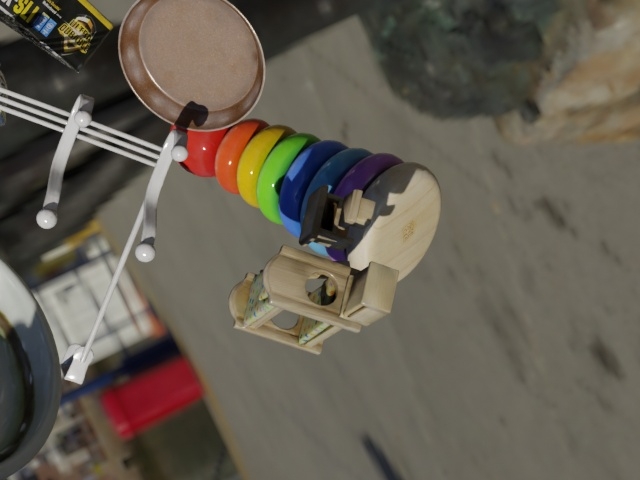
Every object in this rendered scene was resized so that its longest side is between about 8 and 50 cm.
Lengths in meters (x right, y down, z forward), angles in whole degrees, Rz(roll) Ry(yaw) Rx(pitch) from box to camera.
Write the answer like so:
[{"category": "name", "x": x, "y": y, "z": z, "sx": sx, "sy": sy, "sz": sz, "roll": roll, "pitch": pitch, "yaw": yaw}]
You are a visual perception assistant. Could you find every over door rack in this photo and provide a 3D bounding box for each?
[{"category": "over door rack", "x": -0.305, "y": -0.004, "z": 1.815, "sx": 0.324, "sy": 0.240, "sz": 0.108, "roll": -63, "pitch": 18, "yaw": 20}]

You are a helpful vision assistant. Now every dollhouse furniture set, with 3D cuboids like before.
[{"category": "dollhouse furniture set", "x": 0.000, "y": 0.000, "z": 1.599, "sx": 0.182, "sy": 0.101, "sz": 0.161, "roll": 143, "pitch": 143, "yaw": -63}]

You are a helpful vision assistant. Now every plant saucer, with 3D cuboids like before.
[{"category": "plant saucer", "x": -0.527, "y": 0.151, "z": 2.199, "sx": 0.100, "sy": 0.400, "sz": 0.400, "roll": -38, "pitch": 73, "yaw": 37}, {"category": "plant saucer", "x": -0.134, "y": -0.198, "z": 1.830, "sx": 0.168, "sy": 0.168, "sz": 0.029, "roll": 69, "pitch": -152, "yaw": -21}]

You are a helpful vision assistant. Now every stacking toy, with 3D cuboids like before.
[{"category": "stacking toy", "x": -0.032, "y": -0.074, "z": 1.888, "sx": 0.330, "sy": 0.141, "sz": 0.141, "roll": 28, "pitch": 149, "yaw": 32}]

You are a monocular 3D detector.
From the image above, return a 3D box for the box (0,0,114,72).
[{"category": "box", "x": -0.416, "y": -0.335, "z": 1.936, "sx": 0.322, "sy": 0.079, "sz": 0.257, "roll": 34, "pitch": 175, "yaw": 26}]

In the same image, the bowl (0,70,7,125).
[{"category": "bowl", "x": -0.532, "y": -0.249, "z": 2.574, "sx": 0.170, "sy": 0.080, "sz": 0.170, "roll": 22, "pitch": 163, "yaw": 7}]
